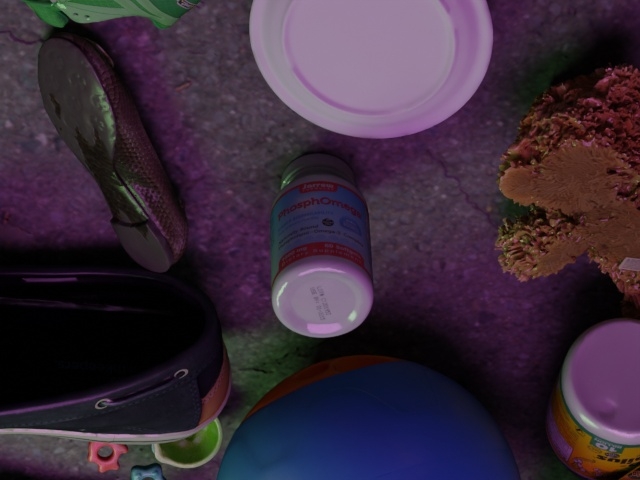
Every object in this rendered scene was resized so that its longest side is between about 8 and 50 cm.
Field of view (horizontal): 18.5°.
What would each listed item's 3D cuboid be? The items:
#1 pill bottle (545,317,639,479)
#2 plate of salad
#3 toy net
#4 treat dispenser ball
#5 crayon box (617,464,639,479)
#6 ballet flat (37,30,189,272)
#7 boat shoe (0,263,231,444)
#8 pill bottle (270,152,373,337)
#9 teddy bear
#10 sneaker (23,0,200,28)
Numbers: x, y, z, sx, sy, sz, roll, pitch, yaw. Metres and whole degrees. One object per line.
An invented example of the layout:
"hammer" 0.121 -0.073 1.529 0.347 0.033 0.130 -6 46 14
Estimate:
"pill bottle" 0.270 0.157 1.824 0.117 0.118 0.208 -1 158 -1
"plate of salad" 0.042 -0.172 1.610 0.200 0.048 0.200 4 125 6
"toy net" -0.172 0.256 1.926 0.122 0.045 0.232 7 106 -13
"treat dispenser ball" 0.043 0.249 1.819 0.288 0.288 0.288 -1 131 -1
"crayon box" 0.396 0.231 1.865 0.165 0.081 0.278 -40 155 28
"ballet flat" -0.169 -0.080 1.682 0.084 0.058 0.250 9 136 39
"boat shoe" -0.320 0.095 1.729 0.500 0.187 0.156 1 148 -11
"pill bottle" 0.000 0.000 1.682 0.087 0.160 0.087 -1 131 -2
"teddy bear" 0.275 -0.037 1.714 0.338 0.113 0.245 24 134 -30
"sneaker" -0.216 -0.218 1.503 0.295 0.109 0.123 13 136 -26
